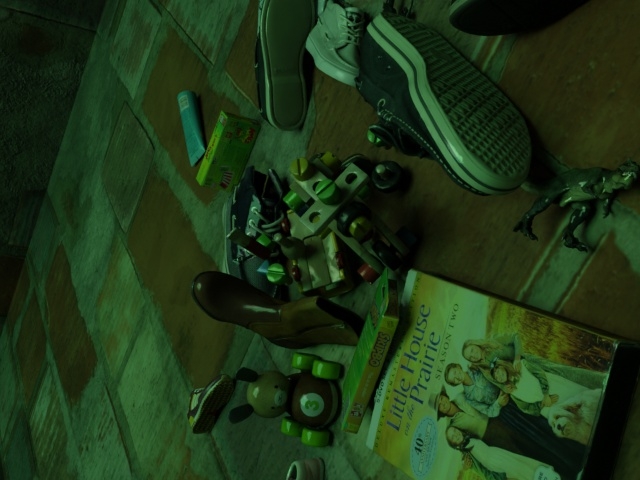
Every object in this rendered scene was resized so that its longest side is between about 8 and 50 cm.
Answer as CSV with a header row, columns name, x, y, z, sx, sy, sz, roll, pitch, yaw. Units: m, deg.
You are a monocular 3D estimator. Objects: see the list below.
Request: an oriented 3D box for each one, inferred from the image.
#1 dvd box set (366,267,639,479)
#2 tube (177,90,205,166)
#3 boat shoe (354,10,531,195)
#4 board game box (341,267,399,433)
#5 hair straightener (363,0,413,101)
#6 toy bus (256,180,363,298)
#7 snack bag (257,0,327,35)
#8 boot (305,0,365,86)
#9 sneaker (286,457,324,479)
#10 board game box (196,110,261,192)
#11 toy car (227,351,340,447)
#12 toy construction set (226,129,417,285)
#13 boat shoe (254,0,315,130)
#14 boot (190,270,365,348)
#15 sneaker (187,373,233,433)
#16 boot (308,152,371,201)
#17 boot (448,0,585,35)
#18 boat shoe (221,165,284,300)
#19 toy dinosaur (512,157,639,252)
name,x,y,z,sx,sy,sz,roll,pitch,yaw
dvd box set,0.235,0.230,1.200,0.420,0.062,0.307,21,98,57
tube,-0.347,-0.307,2.287,0.080,0.052,0.207,-44,51,49
boat shoe,0.173,-0.197,1.319,0.156,0.187,0.500,-64,29,27
board game box,0.083,0.181,1.399,0.124,0.039,0.259,-85,8,-63
hair straightener,0.141,-0.361,1.551,0.089,0.047,0.230,9,83,45
toy bus,-0.003,0.012,1.581,0.191,0.104,0.202,29,84,25
snack bag,-0.055,-0.619,1.930,0.323,0.037,0.342,-12,74,57
boot,0.044,-0.393,1.644,0.123,0.095,0.258,-65,30,23
sneaker,-0.031,0.464,1.541,0.051,0.070,0.134,-19,66,52
board game box,-0.219,-0.209,2.011,0.043,0.092,0.181,50,123,50
toy car,-0.077,0.286,1.552,0.149,0.188,0.155,6,87,58
toy construction set,-0.014,-0.050,1.405,0.309,0.237,0.257,-25,65,15
boat shoe,-0.087,-0.410,1.824,0.113,0.127,0.340,20,115,62
boot,-0.078,0.130,1.542,0.280,0.264,0.096,-9,46,58
sneaker,-0.262,0.356,1.934,0.185,0.070,0.084,-59,43,28
boot,0.021,-0.140,1.639,0.198,0.077,0.137,-43,42,42
boot,0.326,-0.485,1.194,0.377,0.138,0.284,-29,59,46
boat shoe,-0.133,-0.003,1.779,0.158,0.127,0.340,-58,37,43
toy dinosaur,0.326,-0.052,1.144,0.268,0.064,0.118,8,74,61
